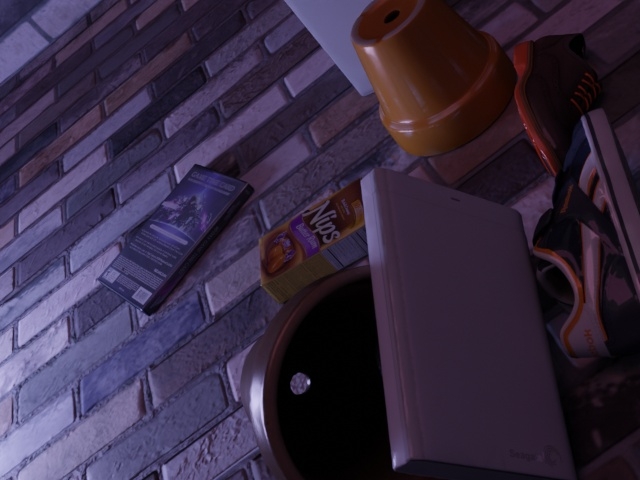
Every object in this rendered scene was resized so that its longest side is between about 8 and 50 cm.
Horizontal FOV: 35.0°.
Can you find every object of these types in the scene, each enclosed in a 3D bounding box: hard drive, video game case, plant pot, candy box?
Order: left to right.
[{"bbox_3d":[-0.252,-0.008,1.740,0.274,0.026,0.196,-51,35,-12],"label":"video game case"},{"bbox_3d":[0.000,0.000,1.449,0.186,0.053,0.109,-30,35,17],"label":"candy box"},{"bbox_3d":[0.017,0.161,1.113,0.263,0.263,0.229,-56,19,-18],"label":"plant pot"},{"bbox_3d":[0.146,-0.258,1.455,0.205,0.188,0.205,-27,37,23],"label":"plant pot"},{"bbox_3d":[0.144,0.086,1.010,0.040,0.203,0.307,-41,44,44],"label":"hard drive"}]

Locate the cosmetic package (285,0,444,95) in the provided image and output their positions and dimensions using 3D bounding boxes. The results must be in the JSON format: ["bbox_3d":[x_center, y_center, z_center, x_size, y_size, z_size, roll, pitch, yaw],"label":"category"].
[{"bbox_3d":[0.015,-0.474,1.586,0.161,0.453,0.230,-22,39,29],"label":"cosmetic package"}]

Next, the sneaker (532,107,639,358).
[{"bbox_3d":[0.290,-0.014,1.100,0.127,0.126,0.321,-21,41,21],"label":"sneaker"}]

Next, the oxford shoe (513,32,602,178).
[{"bbox_3d":[0.308,-0.185,1.298,0.098,0.097,0.271,-19,40,22],"label":"oxford shoe"}]
